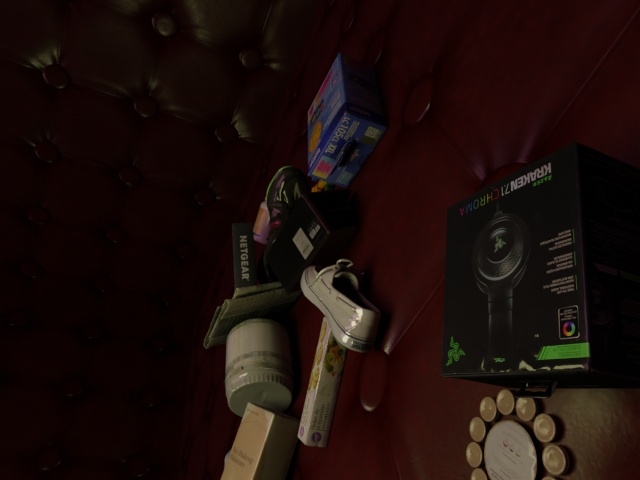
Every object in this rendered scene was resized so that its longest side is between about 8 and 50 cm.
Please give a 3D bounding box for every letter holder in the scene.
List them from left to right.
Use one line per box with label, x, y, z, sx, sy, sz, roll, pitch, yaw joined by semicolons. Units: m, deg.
letter holder;0.000;0.000;1.461;0.152;0.214;0.302;56;135;23

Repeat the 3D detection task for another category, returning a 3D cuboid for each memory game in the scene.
memory game;0.270;0.305;0.662;0.186;0.012;0.186;-165;90;-70

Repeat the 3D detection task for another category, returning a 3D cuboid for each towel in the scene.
towel;-0.234;0.248;1.645;0.056;0.324;0.312;58;138;25

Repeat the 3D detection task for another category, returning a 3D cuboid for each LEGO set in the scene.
LEGO set;0.019;-0.196;1.607;0.093;0.087;0.227;135;144;-55

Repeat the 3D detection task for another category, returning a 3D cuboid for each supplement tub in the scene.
supplement tub;-0.205;-0.085;2.042;0.144;0.144;0.200;-142;69;-69

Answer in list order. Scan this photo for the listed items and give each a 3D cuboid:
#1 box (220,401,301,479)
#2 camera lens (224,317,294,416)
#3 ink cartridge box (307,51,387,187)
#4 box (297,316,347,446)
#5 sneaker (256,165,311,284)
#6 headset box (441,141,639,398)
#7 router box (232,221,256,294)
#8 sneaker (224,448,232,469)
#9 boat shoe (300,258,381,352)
box;-0.180;0.643;1.346;0.148;0.121;0.311;-3;63;48
camera lens;-0.200;0.409;1.547;0.274;0.219;0.219;-103;34;-52
ink cartridge box;0.074;-0.361;1.496;0.270;0.151;0.395;125;151;-43
box;0.012;0.365;1.236;0.067;0.063;0.324;174;110;-70
sneaker;-0.115;-0.033;1.753;0.202;0.185;0.483;-153;69;-65
headset box;0.286;0.063;0.622;0.246;0.131;0.283;146;135;-62
router box;-0.286;0.123;1.788;0.243;0.081;0.309;103;161;-61
sneaker;-0.307;0.864;1.705;0.086;0.085;0.237;-53;31;30
boat shoe;0.055;0.117;1.204;0.156;0.136;0.367;-69;23;15
